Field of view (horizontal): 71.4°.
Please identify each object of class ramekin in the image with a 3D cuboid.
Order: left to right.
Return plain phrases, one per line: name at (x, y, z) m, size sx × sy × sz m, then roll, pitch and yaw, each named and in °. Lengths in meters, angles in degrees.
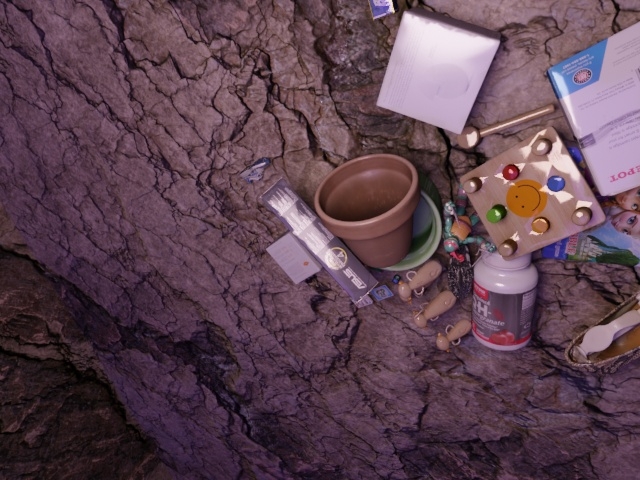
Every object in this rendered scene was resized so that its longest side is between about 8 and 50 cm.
ramekin at (0.216, -0.075, 1.326) m, size 0.303 × 0.148 × 0.304 m, roll 12°, pitch 124°, yaw 18°

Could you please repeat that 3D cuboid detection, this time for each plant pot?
plant pot at (0.139, -0.057, 1.149) m, size 0.262 × 0.263 × 0.229 m, roll 0°, pitch 138°, yaw 24°

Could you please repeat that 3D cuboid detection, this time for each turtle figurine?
turtle figurine at (0.389, -0.042, 1.214) m, size 0.175 × 0.234 × 0.118 m, roll 40°, pitch 149°, yaw -13°

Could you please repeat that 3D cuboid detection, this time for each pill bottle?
pill bottle at (0.535, 0.148, 1.302) m, size 0.176 × 0.176 × 0.319 m, roll 4°, pitch 121°, yaw 22°

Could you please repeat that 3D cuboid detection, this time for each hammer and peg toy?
hammer and peg toy at (0.487, -0.156, 1.093) m, size 0.265 × 0.127 × 0.362 m, roll -31°, pitch 84°, yaw 39°

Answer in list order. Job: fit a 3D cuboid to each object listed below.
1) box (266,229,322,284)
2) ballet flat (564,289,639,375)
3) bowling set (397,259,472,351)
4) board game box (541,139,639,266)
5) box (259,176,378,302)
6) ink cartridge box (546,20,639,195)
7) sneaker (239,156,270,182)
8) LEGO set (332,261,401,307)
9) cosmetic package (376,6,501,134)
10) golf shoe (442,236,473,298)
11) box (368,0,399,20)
box at (-0.081, 0.046, 1.570) m, size 0.130 × 0.091 × 0.170 m, roll -32°, pitch 103°, yaw 35°
ballet flat at (0.855, 0.218, 1.191) m, size 0.181 × 0.164 × 0.483 m, roll 8°, pitch 135°, yaw -26°
bowling set at (0.320, 0.201, 1.397) m, size 0.287 × 0.154 × 0.200 m, roll 59°, pitch 166°, yaw -11°
board game box at (0.753, -0.089, 1.126) m, size 0.317 × 0.066 × 0.319 m, roll 5°, pitch 121°, yaw 21°
box at (0.000, 0.000, 1.348) m, size 0.097 × 0.318 × 0.395 m, roll -43°, pitch 89°, yaw -2°
ink cartridge box at (0.661, -0.283, 0.961) m, size 0.223 × 0.129 × 0.308 m, roll -24°, pitch 95°, yaw 27°
sneaker at (-0.209, -0.232, 1.490) m, size 0.135 × 0.052 × 0.058 m, roll -20°, pitch 120°, yaw 40°
LEGO set at (0.165, 0.128, 1.550) m, size 0.182 × 0.060 × 0.244 m, roll 49°, pitch 138°, yaw -10°
cosmetic package at (0.285, -0.416, 1.091) m, size 0.224 × 0.138 × 0.224 m, roll 22°, pitch 126°, yaw 9°
golf shoe at (0.419, 0.073, 1.319) m, size 0.077 × 0.093 × 0.198 m, roll -8°, pitch 81°, yaw 34°
box at (0.138, -0.631, 1.078) m, size 0.059 × 0.054 × 0.169 m, roll -7°, pitch 117°, yaw 28°
